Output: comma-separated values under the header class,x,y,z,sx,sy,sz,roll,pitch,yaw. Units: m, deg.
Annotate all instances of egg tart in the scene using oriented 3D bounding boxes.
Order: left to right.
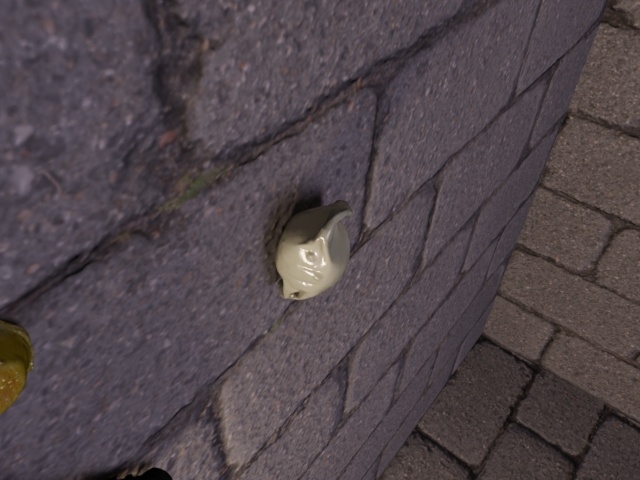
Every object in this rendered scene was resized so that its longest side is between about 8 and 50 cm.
class,x,y,z,sx,sy,sz,roll,pitch,yaw
egg tart,-0.268,0.111,0.429,0.105,0.039,0.105,-41,146,-36

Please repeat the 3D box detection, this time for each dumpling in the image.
class,x,y,z,sx,sy,sz,roll,pitch,yaw
dumpling,0.001,-0.001,0.742,0.134,0.099,0.169,-56,159,-38

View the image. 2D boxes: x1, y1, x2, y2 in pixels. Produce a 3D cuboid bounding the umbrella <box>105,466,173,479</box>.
class,x,y,z,sx,sy,sz,roll,pitch,yaw
umbrella,-0.258,0.298,0.568,0.106,0.113,0.357,-36,162,11
